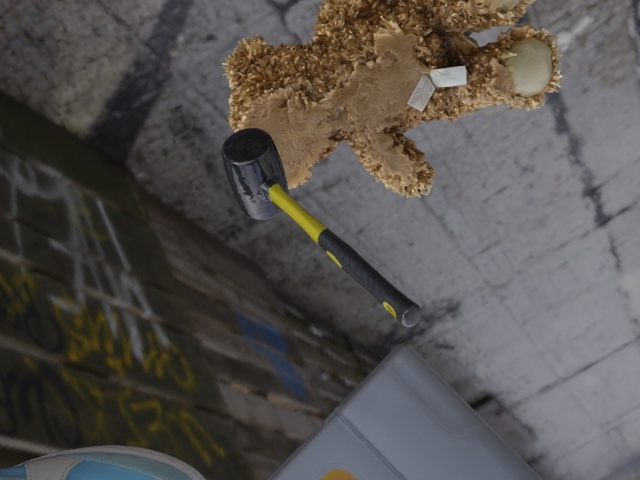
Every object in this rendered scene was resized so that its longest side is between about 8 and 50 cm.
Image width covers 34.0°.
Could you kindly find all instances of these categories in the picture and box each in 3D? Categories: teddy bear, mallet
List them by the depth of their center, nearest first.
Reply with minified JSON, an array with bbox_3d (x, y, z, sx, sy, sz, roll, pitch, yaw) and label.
[{"bbox_3d":[0.000,0.000,0.684,0.039,0.189,0.062,-35,148,-16],"label":"mallet"},{"bbox_3d":[0.073,-0.172,1.064,0.338,0.113,0.245,-37,109,16],"label":"teddy bear"}]

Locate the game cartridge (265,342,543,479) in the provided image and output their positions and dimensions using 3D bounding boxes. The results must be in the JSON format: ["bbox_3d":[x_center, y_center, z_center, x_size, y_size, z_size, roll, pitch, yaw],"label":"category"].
[{"bbox_3d":[0.013,0.218,0.517,0.297,0.198,0.062,-43,171,-22],"label":"game cartridge"}]

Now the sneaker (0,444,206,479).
[{"bbox_3d":[-0.234,0.207,0.679,0.319,0.127,0.208,-8,172,1],"label":"sneaker"}]
